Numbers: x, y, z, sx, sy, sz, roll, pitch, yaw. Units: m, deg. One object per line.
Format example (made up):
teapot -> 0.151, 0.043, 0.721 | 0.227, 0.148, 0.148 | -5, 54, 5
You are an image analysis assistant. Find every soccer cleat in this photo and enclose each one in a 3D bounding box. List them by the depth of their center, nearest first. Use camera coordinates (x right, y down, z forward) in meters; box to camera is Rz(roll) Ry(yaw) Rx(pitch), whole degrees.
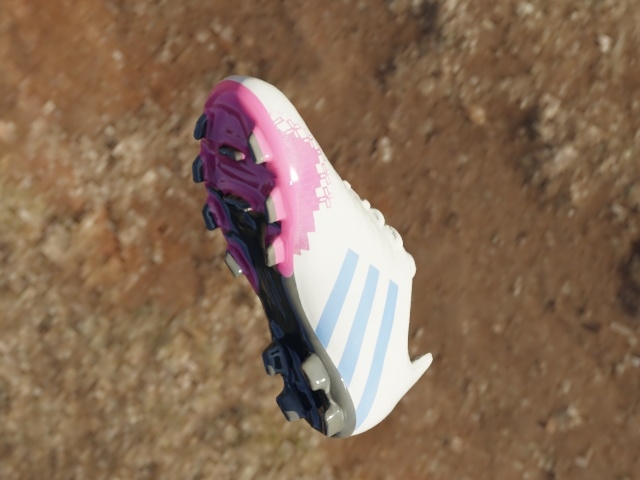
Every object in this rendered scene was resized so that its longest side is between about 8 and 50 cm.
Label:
soccer cleat -> 0.000, 0.000, 1.529 | 0.116, 0.143, 0.331 | 18, 133, 47
